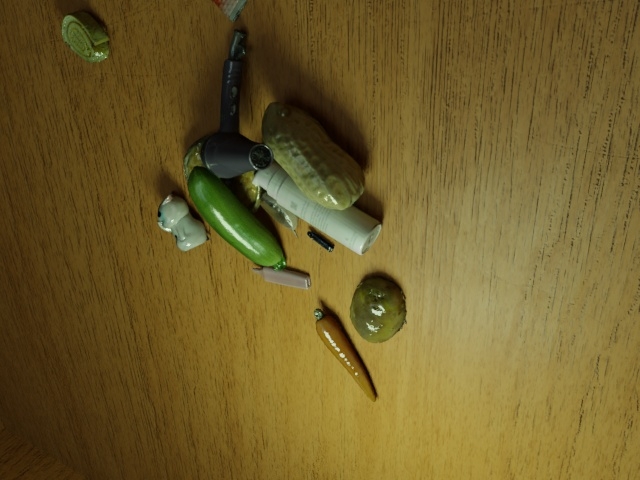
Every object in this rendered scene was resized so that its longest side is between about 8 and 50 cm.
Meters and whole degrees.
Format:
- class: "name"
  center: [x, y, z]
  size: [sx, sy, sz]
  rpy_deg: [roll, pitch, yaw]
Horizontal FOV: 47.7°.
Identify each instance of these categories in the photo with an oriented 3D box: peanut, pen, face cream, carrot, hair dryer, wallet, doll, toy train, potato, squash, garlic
- class: "peanut"
  center: [-0.027, -0.202, 1.732]
  size: [0.313, 0.152, 0.152]
  rpy_deg: [46, 135, 3]
- class: "pen"
  center: [-0.116, 0.102, 2.077]
  size: [0.197, 0.032, 0.053]
  rpy_deg: [12, 125, 29]
- class: "face cream"
  center: [-0.014, -0.092, 1.823]
  size: [0.345, 0.102, 0.102]
  rpy_deg: [34, 133, 16]
- class: "carrot"
  center: [0.074, 0.330, 2.057]
  size: [0.069, 0.069, 0.336]
  rpy_deg: [-21, 106, 44]
- class: "hair dryer"
  center: [-0.203, -0.329, 1.750]
  size: [0.301, 0.121, 0.361]
  rpy_deg: [13, 104, 60]
- class: "wallet"
  center: [-0.194, -0.612, 1.678]
  size: [0.103, 0.020, 0.196]
  rpy_deg: [48, 135, 1]
- class: "doll"
  center: [-0.417, -0.050, 2.155]
  size: [0.180, 0.107, 0.110]
  rpy_deg: [53, 171, -10]
- class: "toy train"
  center: [0.000, 0.000, 1.929]
  size: [0.083, 0.017, 0.017]
  rpy_deg: [37, 132, 12]
- class: "potato"
  center: [0.143, 0.194, 1.904]
  size: [0.164, 0.081, 0.200]
  rpy_deg: [27, 133, 20]
- class: "squash"
  center: [-0.226, -0.044, 1.949]
  size: [0.107, 0.107, 0.395]
  rpy_deg: [-11, 133, 41]
- class: "garlic"
  center: [-0.097, -0.085, 1.922]
  size: [0.152, 0.066, 0.084]
  rpy_deg: [38, 159, 0]

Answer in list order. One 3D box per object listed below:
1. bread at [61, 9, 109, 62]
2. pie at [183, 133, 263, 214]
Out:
- class: "bread"
  center: [-0.655, -0.569, 2.031]
  size: [0.156, 0.064, 0.117]
  rpy_deg: [44, 139, 4]
- class: "pie"
  center: [-0.269, -0.174, 1.997]
  size: [0.274, 0.055, 0.274]
  rpy_deg: [20, 129, 27]
